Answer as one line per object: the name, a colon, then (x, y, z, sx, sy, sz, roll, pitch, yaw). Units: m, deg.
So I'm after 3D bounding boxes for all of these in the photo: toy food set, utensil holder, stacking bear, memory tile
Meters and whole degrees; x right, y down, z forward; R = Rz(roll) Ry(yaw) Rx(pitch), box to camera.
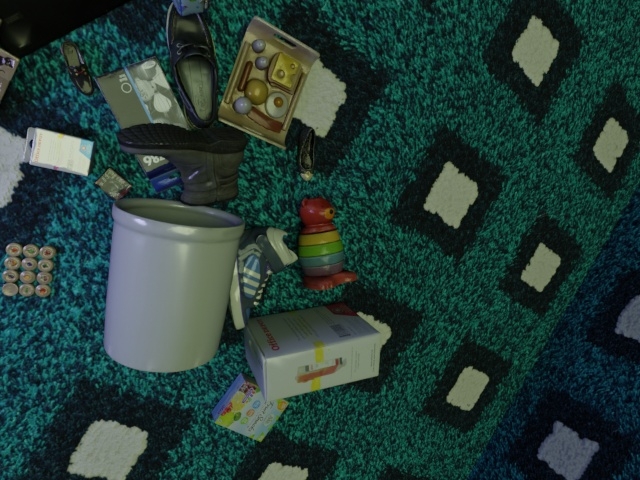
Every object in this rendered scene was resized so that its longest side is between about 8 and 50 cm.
toy food set: (-0.148, -0.451, 1.205, 0.220, 0.092, 0.305, 19, 96, -27)
utensil holder: (-0.398, 0.108, 1.112, 0.328, 0.328, 0.385, 7, 102, -26)
stacking bear: (0.000, 0.000, 1.357, 0.176, 0.164, 0.288, -13, 98, -43)
memory tile: (-0.782, 0.080, 1.105, 0.113, 0.012, 0.147, 8, 100, -26)

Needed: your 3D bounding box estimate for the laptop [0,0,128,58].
laptop: (-0.693, -0.720, 0.933, 0.382, 0.236, 0.407, -36, 144, -11)

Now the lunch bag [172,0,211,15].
lunch bag: (-0.328, -0.679, 0.991, 0.090, 0.176, 0.218, -16, 84, -19)

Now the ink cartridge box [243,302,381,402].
ink cartridge box: (-0.038, 0.351, 1.363, 0.385, 0.279, 0.160, -5, 106, -22)

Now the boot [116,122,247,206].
boot: (-0.362, -0.187, 1.112, 0.338, 0.118, 0.222, -4, 131, -31)

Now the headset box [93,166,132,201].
headset box: (-0.564, -0.152, 1.131, 0.062, 0.032, 0.083, -48, 118, -5)

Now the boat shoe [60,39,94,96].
boat shoe: (-0.609, -0.430, 1.033, 0.049, 0.042, 0.132, -22, 113, -20)

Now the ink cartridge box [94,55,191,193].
ink cartridge box: (-0.449, -0.306, 1.126, 0.165, 0.065, 0.332, -29, 114, -16)

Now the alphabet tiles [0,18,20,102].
alphabet tiles: (-0.867, -0.425, 0.886, 0.343, 0.011, 0.285, 30, 108, -27)

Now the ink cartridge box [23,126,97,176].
ink cartridge box: (-0.653, -0.225, 1.039, 0.143, 0.090, 0.092, 12, 98, -25)

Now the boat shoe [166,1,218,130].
boat shoe: (-0.336, -0.469, 1.104, 0.127, 0.113, 0.339, -5, 105, -22)

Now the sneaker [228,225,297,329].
sneaker: (-0.179, 0.115, 1.318, 0.237, 0.130, 0.322, -7, 101, -18)

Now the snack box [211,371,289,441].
snack box: (-0.243, 0.586, 1.449, 0.207, 0.070, 0.174, 38, 86, -29)

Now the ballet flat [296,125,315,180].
ballet flat: (-0.044, -0.277, 1.321, 0.058, 0.049, 0.173, -6, 106, -22)
